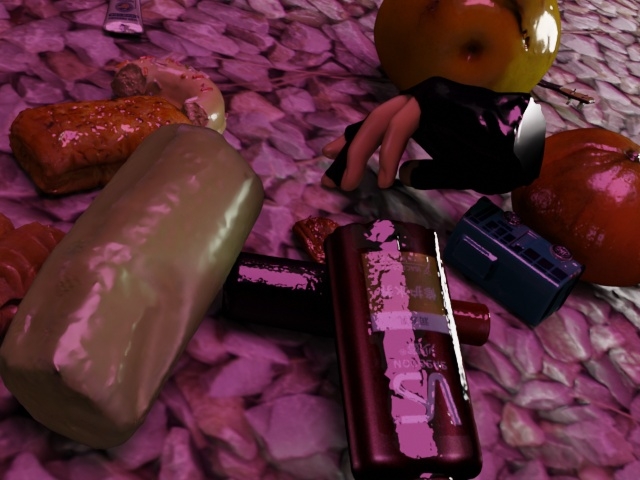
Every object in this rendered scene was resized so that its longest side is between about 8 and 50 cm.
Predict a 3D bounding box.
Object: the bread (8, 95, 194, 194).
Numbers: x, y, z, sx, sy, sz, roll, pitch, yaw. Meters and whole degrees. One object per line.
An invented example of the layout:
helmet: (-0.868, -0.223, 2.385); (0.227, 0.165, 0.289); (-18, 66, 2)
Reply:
bread: (-0.254, -0.121, 1.139); (0.211, 0.083, 0.114); (-15, 45, -40)

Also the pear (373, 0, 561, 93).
pear: (0.219, -0.337, 1.484); (0.285, 0.285, 0.336); (4, 26, -20)

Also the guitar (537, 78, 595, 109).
guitar: (0.347, -0.286, 1.660); (0.271, 0.038, 0.084); (30, 38, 17)

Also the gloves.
gloves: (0.137, -0.120, 1.219); (0.301, 0.197, 0.152); (-11, 63, 23)

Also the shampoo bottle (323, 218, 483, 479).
shampoo bottle: (0.078, 0.135, 0.899); (0.129, 0.084, 0.323); (5, 56, -16)

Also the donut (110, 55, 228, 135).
donut: (-0.186, -0.191, 1.270); (0.166, 0.065, 0.108); (35, 39, 19)

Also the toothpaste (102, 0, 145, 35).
toothpaste: (-0.301, -0.385, 1.485); (0.062, 0.039, 0.239); (5, 41, -14)

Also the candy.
candy: (-0.168, 0.027, 0.908); (0.132, 0.142, 0.343); (7, 45, 18)

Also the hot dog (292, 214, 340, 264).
hot dog: (0.000, 0.000, 1.141); (0.058, 0.035, 0.083); (-9, 45, -28)

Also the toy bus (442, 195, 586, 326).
toy bus: (0.232, 0.024, 1.184); (0.160, 0.079, 0.092); (39, 40, 22)

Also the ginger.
ginger: (-0.291, 0.038, 0.923); (0.115, 0.081, 0.205); (26, 27, -21)

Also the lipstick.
lipstick: (0.042, 0.070, 1.033); (0.300, 0.081, 0.081); (10, 38, -10)

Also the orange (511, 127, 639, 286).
orange: (0.369, -0.051, 1.265); (0.240, 0.171, 0.240); (12, 37, -9)
